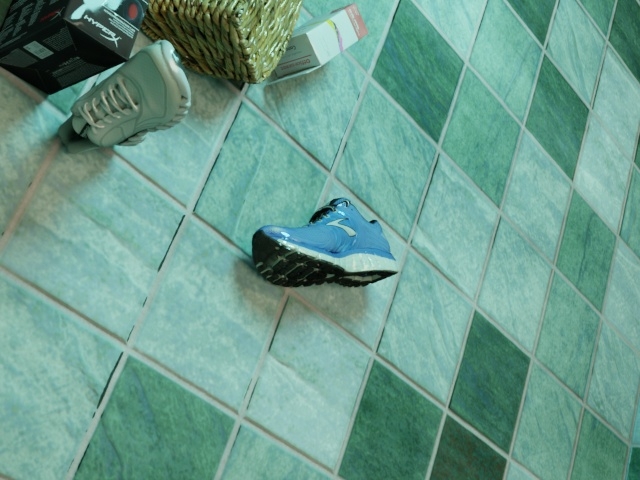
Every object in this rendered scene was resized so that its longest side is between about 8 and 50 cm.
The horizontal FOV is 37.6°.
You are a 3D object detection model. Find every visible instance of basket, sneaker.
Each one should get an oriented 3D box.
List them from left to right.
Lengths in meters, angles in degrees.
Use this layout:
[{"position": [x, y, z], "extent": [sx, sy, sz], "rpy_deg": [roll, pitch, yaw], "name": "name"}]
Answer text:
[{"position": [-0.276, -0.186, 1.315], "extent": [0.118, 0.292, 0.110], "rpy_deg": [-25, 90, -36], "name": "sneaker"}, {"position": [-0.164, -0.425, 1.598], "extent": [0.213, 0.223, 0.299], "rpy_deg": [73, 33, -58], "name": "basket"}, {"position": [0.000, 0.000, 1.694], "extent": [0.330, 0.129, 0.147], "rpy_deg": [7, 64, -47], "name": "sneaker"}]

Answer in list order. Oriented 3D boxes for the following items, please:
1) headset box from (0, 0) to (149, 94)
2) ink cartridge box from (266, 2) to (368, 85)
[{"position": [-0.329, -0.377, 1.336], "extent": [0.110, 0.218, 0.293], "rpy_deg": [31, 62, -38], "name": "headset box"}, {"position": [-0.018, -0.357, 1.716], "extent": [0.198, 0.115, 0.067], "rpy_deg": [-42, 114, -41], "name": "ink cartridge box"}]
